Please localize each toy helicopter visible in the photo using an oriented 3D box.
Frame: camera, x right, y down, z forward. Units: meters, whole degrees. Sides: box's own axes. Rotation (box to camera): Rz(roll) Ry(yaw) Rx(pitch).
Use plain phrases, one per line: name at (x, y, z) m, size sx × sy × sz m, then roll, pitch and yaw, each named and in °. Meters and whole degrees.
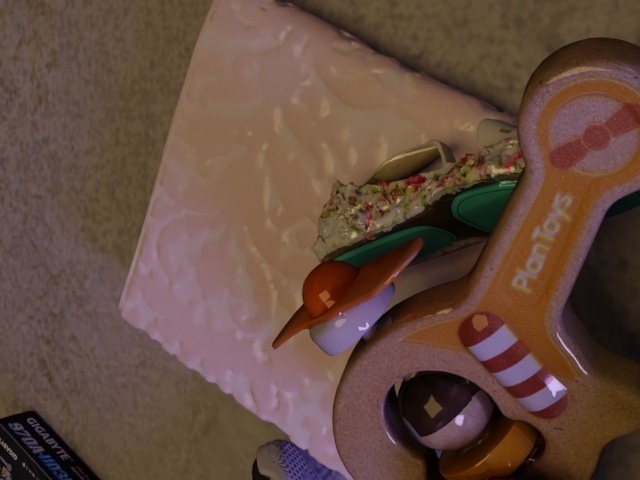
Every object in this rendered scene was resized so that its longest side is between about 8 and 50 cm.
toy helicopter at (0.096, 0.036, 0.647) m, size 0.234 × 0.140 × 0.355 m, roll 24°, pitch 125°, yaw 9°

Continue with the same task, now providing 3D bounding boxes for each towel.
towel at (0.000, 0.000, 0.853) m, size 0.331 × 0.053 × 0.317 m, roll 32°, pitch 113°, yaw 28°

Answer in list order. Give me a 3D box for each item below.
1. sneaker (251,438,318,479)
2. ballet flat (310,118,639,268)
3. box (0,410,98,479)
sneaker at (-0.060, 0.299, 0.856) m, size 0.153 × 0.101 × 0.269 m, roll -18°, pitch 63°, yaw 14°
ballet flat at (0.092, -0.036, 0.704) m, size 0.240 × 0.091 × 0.077 m, roll -16°, pitch 62°, yaw 32°
box at (-0.279, 0.311, 1.117) m, size 0.220 × 0.051 × 0.175 m, roll 36°, pitch 116°, yaw 29°
